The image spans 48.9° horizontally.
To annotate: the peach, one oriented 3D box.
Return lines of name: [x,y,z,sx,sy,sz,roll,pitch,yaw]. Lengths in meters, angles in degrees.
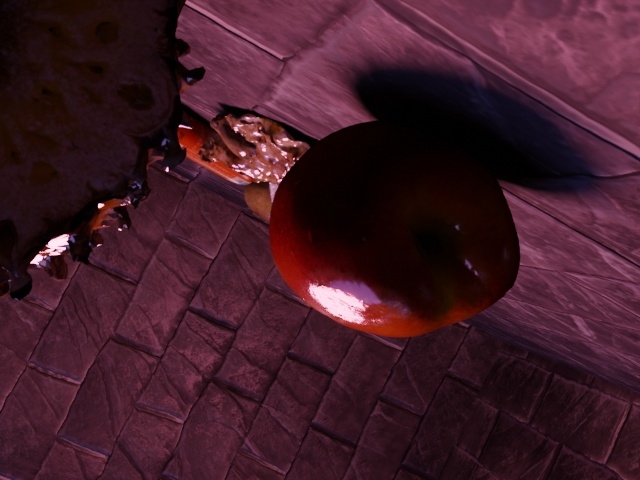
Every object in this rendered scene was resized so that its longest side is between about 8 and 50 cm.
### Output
peach: [0.070,-0.011,0.679,0.244,0.199,0.243,16,-176,-1]

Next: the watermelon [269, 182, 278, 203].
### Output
watermelon: [0.000,0.000,1.305,0.213,0.201,0.262,17,169,22]

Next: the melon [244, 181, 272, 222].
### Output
melon: [-0.111,-0.091,1.596,0.162,0.099,0.099,28,178,35]

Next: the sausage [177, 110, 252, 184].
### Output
sausage: [-0.202,-0.168,1.328,0.083,0.083,0.264,24,177,38]

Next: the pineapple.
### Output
pineapple: [-0.271,-0.125,0.498,0.352,0.352,0.300,29,167,-26]

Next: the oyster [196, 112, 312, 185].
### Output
oyster: [-0.073,-0.124,1.060,0.214,0.083,0.223,25,170,-9]
